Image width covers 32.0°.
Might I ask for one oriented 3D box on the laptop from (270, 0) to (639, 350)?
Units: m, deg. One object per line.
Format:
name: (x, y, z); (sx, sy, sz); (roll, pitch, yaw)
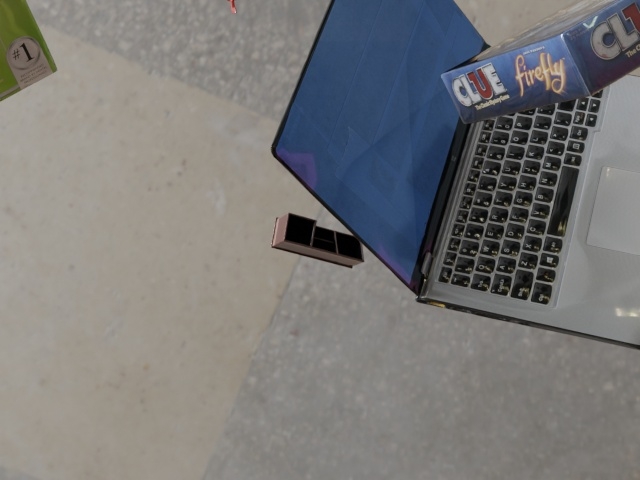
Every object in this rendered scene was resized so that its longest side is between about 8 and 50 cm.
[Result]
laptop: (0.207, -0.134, 1.238); (0.408, 0.382, 0.236); (12, 149, 13)

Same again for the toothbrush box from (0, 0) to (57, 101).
toothbrush box: (-0.379, -0.226, 0.932); (0.206, 0.122, 0.283); (-32, 136, -16)

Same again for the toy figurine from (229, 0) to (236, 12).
toy figurine: (-0.170, -0.491, 1.412); (0.217, 0.191, 0.362); (11, 127, -11)

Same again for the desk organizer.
desk organizer: (0.000, 0.000, 1.605); (0.130, 0.047, 0.050); (15, 165, -19)

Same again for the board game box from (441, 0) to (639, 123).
board game box: (0.220, -0.158, 0.748); (0.042, 0.243, 0.165); (62, 163, -9)
